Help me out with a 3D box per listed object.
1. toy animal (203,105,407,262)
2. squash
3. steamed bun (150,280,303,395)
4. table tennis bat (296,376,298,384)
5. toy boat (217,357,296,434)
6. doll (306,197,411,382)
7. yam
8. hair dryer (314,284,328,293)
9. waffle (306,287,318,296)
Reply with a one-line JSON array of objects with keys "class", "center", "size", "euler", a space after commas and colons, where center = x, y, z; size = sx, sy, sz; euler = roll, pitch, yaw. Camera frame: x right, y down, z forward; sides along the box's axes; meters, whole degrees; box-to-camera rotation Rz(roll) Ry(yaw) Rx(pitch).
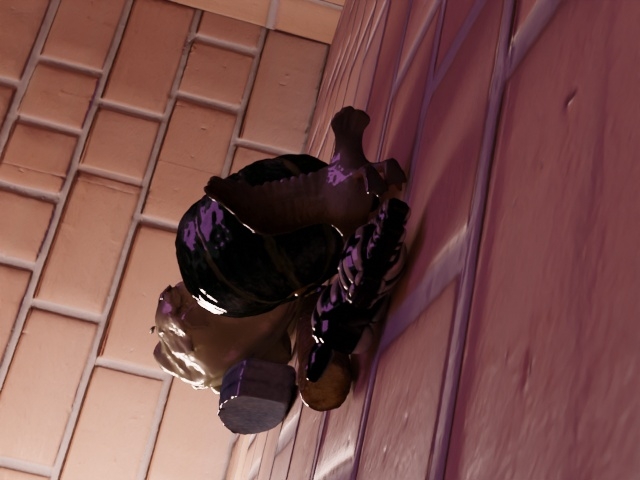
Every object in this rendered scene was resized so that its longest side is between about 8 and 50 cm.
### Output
[{"class": "toy animal", "center": [0.022, -0.035, 1.015], "size": [0.160, 0.273, 0.197], "euler": [-45, 64, 48]}, {"class": "squash", "center": [-0.062, -0.004, 1.204], "size": [0.165, 0.252, 0.252], "euler": [60, 165, 9]}, {"class": "steamed bun", "center": [-0.169, 0.194, 1.884], "size": [0.346, 0.237, 0.394], "euler": [-49, -18, 15]}, {"class": "table tennis bat", "center": [-0.012, 0.156, 1.471], "size": [0.087, 0.013, 0.156], "euler": [-102, 27, -78]}, {"class": "toy boat", "center": [-0.120, 0.284, 1.670], "size": [0.283, 0.127, 0.078], "euler": [117, 160, -61]}, {"class": "doll", "center": [0.037, 0.050, 0.893], "size": [0.091, 0.067, 0.219], "euler": [-76, 9, -46]}, {"class": "yam", "center": [0.001, 0.121, 1.112], "size": [0.299, 0.066, 0.066], "euler": [-97, 22, -77]}, {"class": "hair dryer", "center": [0.006, 0.111, 1.349], "size": [0.083, 0.031, 0.079], "euler": [-123, 36, -73]}, {"class": "waffle", "center": [0.003, 0.002, 1.538], "size": [0.149, 0.051, 0.194], "euler": [143, 146, -82]}]
